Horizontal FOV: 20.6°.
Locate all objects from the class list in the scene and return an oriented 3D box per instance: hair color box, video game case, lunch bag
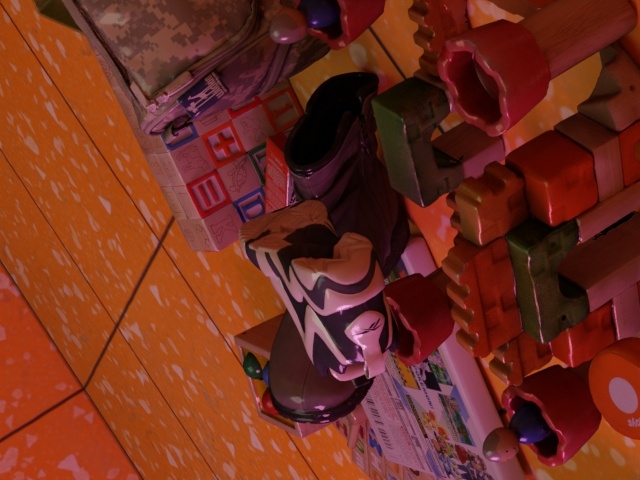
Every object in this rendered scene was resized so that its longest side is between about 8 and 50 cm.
[{"bbox_3d":[-0.011,-0.047,1.972,0.053,0.093,0.167,49,147,41],"label":"hair color box"},{"bbox_3d":[0.100,0.139,2.091,0.300,0.036,0.329,6,122,64],"label":"video game case"},{"bbox_3d":[-0.142,-0.273,1.778,0.305,0.256,0.212,55,158,8],"label":"lunch bag"}]

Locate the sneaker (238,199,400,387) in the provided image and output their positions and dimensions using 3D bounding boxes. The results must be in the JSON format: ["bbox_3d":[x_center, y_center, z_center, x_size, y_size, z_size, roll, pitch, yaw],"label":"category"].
[{"bbox_3d":[0.003,0.058,1.624,0.235,0.094,0.153,23,133,60],"label":"sneaker"}]

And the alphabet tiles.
[{"bbox_3d":[0.088,0.286,2.356,0.237,0.009,0.198,43,154,34],"label":"alphabet tiles"}]

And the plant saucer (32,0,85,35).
[{"bbox_3d":[-0.361,-0.382,2.392,0.188,0.045,0.188,28,144,52],"label":"plant saucer"}]

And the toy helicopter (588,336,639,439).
[{"bbox_3d":[0.386,0.132,1.356,0.355,0.140,0.235,-35,80,56],"label":"toy helicopter"}]

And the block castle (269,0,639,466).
[{"bbox_3d":[0.134,-0.036,1.556,0.303,0.212,0.453,34,148,46],"label":"block castle"}]

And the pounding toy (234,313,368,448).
[{"bbox_3d":[-0.017,0.214,2.343,0.206,0.094,0.181,17,127,60],"label":"pounding toy"}]

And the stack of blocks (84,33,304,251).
[{"bbox_3d":[-0.128,-0.156,2.016,0.297,0.171,0.087,64,158,-12],"label":"stack of blocks"}]

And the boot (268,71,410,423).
[{"bbox_3d":[0.000,0.000,1.782,0.118,0.338,0.223,-1,134,15],"label":"boot"}]
